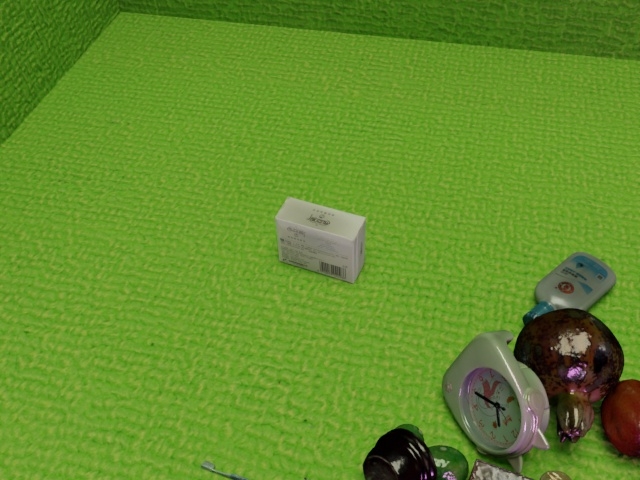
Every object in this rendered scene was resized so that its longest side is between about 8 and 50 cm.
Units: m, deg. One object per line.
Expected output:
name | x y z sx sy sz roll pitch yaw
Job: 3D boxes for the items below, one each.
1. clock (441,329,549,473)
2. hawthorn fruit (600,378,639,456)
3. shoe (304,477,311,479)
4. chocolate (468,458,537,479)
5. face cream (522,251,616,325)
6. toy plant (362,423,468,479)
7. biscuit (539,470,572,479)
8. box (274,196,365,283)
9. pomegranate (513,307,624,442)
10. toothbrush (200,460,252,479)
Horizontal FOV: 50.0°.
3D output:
clock | 0.462 0.418 1.755 0.108 0.265 0.324 -2 48 -34
hawthorn fruit | 0.812 0.438 1.754 0.189 0.190 0.251 -10 44 -6
shoe | 0.006 0.638 1.658 0.292 0.109 0.149 -15 53 -5
chocolate | 0.505 0.619 1.621 0.321 0.112 0.112 15 57 26
face cream | 0.743 0.162 2.087 0.336 0.080 0.163 -32 53 -25
toy plant | 0.232 0.551 1.702 0.235 0.176 0.218 -12 33 -42
biscuit | 0.627 0.659 1.660 0.153 0.030 0.234 -28 51 -22
box | 0.001 -0.002 2.202 0.274 0.203 0.116 16 48 18
pomegranate | 0.641 0.350 1.773 0.284 0.285 0.341 2 50 5
toothbrush | -0.208 0.610 1.765 0.219 0.016 0.019 14 40 17
